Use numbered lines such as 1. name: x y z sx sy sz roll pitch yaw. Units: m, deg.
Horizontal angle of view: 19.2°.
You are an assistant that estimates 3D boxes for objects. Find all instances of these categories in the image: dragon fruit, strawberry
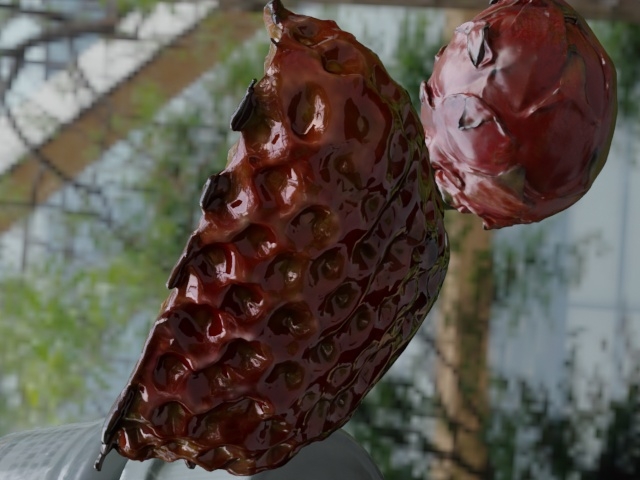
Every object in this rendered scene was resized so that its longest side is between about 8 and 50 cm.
1. dragon fruit: 0.160 -0.103 1.554 0.172 0.172 0.209 -47 -19 -70
2. strawberry: 0.001 -0.004 1.042 0.253 0.150 0.280 -67 2 -59

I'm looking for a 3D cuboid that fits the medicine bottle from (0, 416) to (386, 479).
1. medicine bottle: -0.115 0.244 1.344 0.245 0.306 0.245 21 -116 -51
